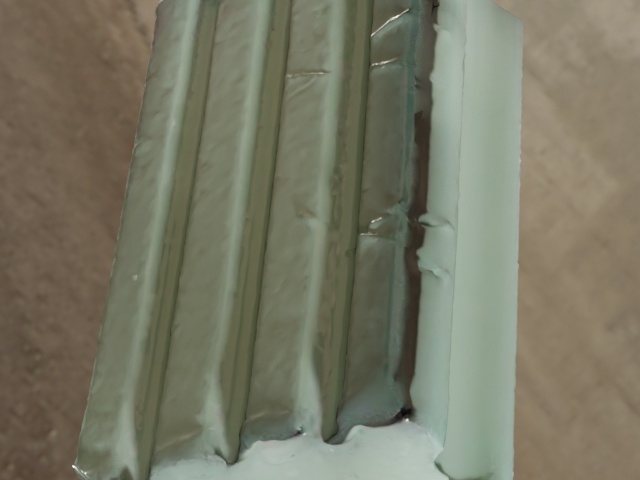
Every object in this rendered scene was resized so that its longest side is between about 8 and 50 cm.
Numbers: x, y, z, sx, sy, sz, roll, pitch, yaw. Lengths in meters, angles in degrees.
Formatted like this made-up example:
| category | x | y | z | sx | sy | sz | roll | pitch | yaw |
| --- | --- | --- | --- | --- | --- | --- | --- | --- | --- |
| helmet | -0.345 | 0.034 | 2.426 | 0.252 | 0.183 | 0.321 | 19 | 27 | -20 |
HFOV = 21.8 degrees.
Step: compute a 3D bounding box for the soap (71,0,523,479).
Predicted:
| category | x | y | z | sx | sy | sz | roll | pitch | yaw |
| --- | --- | --- | --- | --- | --- | --- | --- | --- | --- |
| soap | 0.000 | 0.000 | 0.649 | 0.094 | 0.150 | 0.261 | 43 | 41 | -40 |
